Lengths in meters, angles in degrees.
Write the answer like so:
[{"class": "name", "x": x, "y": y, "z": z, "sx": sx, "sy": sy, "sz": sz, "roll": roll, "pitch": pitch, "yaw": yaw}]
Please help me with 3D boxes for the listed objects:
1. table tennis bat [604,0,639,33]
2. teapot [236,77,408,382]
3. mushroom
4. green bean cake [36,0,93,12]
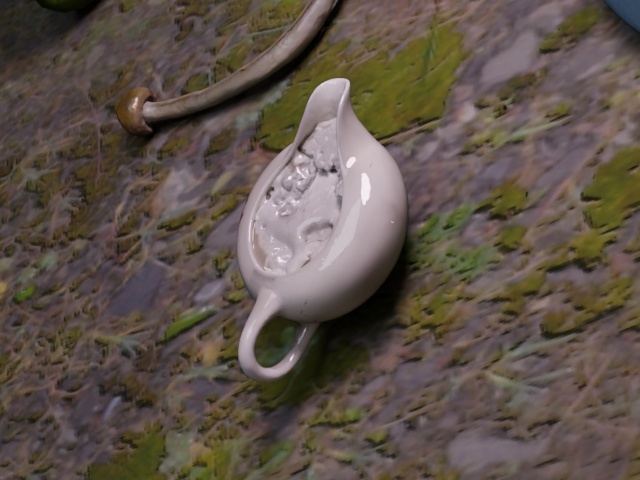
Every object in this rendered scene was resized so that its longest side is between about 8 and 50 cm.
[{"class": "table tennis bat", "x": 0.229, "y": -0.282, "z": 1.235, "sx": 0.215, "sy": 0.044, "sz": 0.329, "roll": -17, "pitch": 91, "yaw": 50}, {"class": "teapot", "x": 0.000, "y": 0.000, "z": 1.379, "sx": 0.145, "sy": 0.092, "sz": 0.226, "roll": 8, "pitch": 75, "yaw": 48}, {"class": "mushroom", "x": -0.052, "y": -0.163, "z": 1.563, "sx": 0.306, "sy": 0.043, "sz": 0.068, "roll": -30, "pitch": 75, "yaw": 27}, {"class": "green bean cake", "x": -0.229, "y": -0.344, "z": 1.693, "sx": 0.248, "sy": 0.222, "sz": 0.125, "roll": -40, "pitch": 44, "yaw": 16}]
